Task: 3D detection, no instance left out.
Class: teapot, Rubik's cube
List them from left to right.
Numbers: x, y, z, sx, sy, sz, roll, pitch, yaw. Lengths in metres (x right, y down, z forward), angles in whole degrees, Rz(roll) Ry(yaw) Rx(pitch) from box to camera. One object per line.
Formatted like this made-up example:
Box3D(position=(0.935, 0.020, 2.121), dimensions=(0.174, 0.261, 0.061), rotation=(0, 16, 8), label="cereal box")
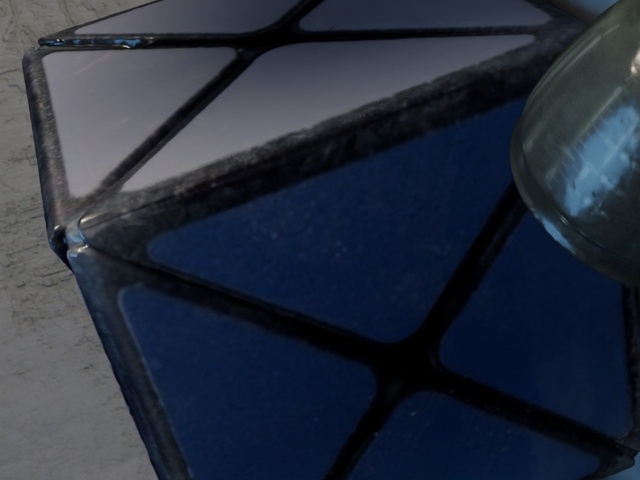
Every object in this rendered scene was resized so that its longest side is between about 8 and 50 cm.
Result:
Box3D(position=(0.000, 0.000, 0.581), dimensions=(0.255, 0.260, 0.259), rotation=(-125, 20, -58), label="Rubik's cube")
Box3D(position=(0.130, -0.037, 0.330), dimensions=(0.091, 0.124, 0.092), rotation=(107, -174, -51), label="teapot")
